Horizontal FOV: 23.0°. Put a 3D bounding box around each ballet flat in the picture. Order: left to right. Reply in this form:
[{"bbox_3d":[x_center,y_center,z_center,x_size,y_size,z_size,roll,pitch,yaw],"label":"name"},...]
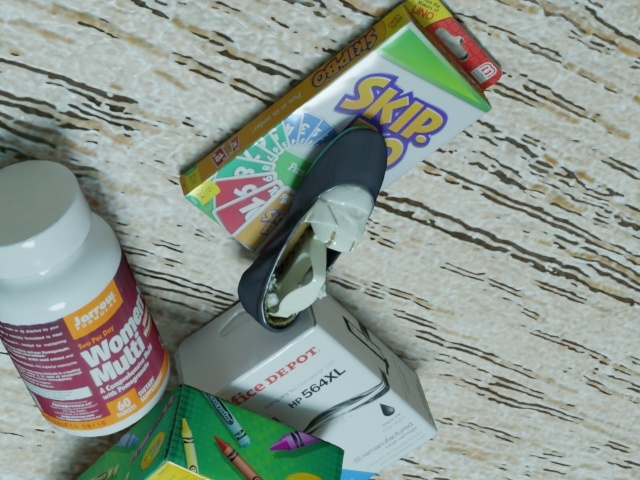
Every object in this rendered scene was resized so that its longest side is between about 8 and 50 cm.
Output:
[{"bbox_3d":[0.000,0.000,1.294,0.074,0.074,0.203,19,123,-28],"label":"ballet flat"}]

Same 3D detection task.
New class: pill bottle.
[{"bbox_3d":[-0.209,0.049,1.285,0.121,0.121,0.221,-18,132,0],"label":"pill bottle"}]

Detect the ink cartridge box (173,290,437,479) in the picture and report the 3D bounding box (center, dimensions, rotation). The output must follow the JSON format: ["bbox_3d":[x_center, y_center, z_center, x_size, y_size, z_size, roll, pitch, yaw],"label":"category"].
[{"bbox_3d":[-0.013,0.139,1.440,0.148,0.086,0.203,-35,130,15],"label":"ink cartridge box"}]

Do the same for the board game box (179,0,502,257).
[{"bbox_3d":[0.021,-0.087,1.296,0.259,0.039,0.124,-38,130,13],"label":"board game box"}]

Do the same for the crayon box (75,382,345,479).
[{"bbox_3d":[-0.121,0.245,1.427,0.165,0.081,0.278,25,141,-20],"label":"crayon box"}]
